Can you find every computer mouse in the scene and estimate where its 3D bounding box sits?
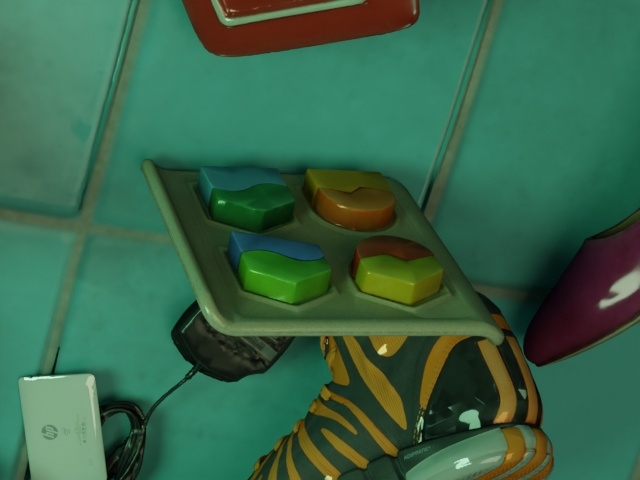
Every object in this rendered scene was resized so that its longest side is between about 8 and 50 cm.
[{"bbox_3d":[-0.096,0.095,1.199,0.071,0.041,0.242,42,100,-14],"label":"computer mouse"}]

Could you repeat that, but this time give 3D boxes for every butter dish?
[{"bbox_3d":[-0.015,-0.212,1.065,0.160,0.118,0.159,-6,122,28],"label":"butter dish"}]

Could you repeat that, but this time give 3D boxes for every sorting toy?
[{"bbox_3d":[0.000,0.000,1.103,0.208,0.193,0.038,5,119,-23],"label":"sorting toy"}]

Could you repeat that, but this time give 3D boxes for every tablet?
[{"bbox_3d":[-0.180,0.132,1.183,0.054,0.006,0.083,-3,107,3],"label":"tablet"}]

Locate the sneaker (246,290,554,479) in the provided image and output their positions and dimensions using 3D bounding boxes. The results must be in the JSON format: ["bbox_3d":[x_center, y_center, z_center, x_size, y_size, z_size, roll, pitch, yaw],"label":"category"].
[{"bbox_3d":[0.016,0.136,1.213,0.321,0.180,0.125,-29,149,27],"label":"sneaker"}]

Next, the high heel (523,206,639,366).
[{"bbox_3d":[0.251,-0.081,1.239,0.377,0.127,0.181,-44,90,5],"label":"high heel"}]
